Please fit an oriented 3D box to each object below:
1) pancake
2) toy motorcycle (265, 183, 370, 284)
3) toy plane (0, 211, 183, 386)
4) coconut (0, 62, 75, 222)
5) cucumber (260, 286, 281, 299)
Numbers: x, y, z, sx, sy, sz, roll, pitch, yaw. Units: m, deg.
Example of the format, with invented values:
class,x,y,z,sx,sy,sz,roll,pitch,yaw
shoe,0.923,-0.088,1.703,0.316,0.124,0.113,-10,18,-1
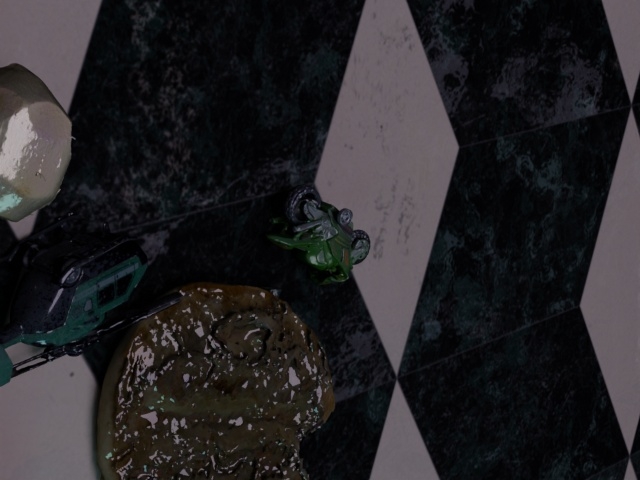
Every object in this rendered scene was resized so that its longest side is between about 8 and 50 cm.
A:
class,x,y,z,sx,sy,sz,roll,pitch,yaw
pancake,-0.133,0.242,2.054,0.382,0.071,0.382,-8,102,-38
toy motorcycle,0.000,0.000,2.177,0.190,0.074,0.106,39,77,-44
toy plane,-0.318,0.086,1.819,0.382,0.106,0.155,-34,131,-44
coconut,-0.347,-0.112,1.705,0.161,0.161,0.162,29,85,-46
cucumber,-0.075,0.130,2.140,0.032,0.032,0.133,3,96,-48
